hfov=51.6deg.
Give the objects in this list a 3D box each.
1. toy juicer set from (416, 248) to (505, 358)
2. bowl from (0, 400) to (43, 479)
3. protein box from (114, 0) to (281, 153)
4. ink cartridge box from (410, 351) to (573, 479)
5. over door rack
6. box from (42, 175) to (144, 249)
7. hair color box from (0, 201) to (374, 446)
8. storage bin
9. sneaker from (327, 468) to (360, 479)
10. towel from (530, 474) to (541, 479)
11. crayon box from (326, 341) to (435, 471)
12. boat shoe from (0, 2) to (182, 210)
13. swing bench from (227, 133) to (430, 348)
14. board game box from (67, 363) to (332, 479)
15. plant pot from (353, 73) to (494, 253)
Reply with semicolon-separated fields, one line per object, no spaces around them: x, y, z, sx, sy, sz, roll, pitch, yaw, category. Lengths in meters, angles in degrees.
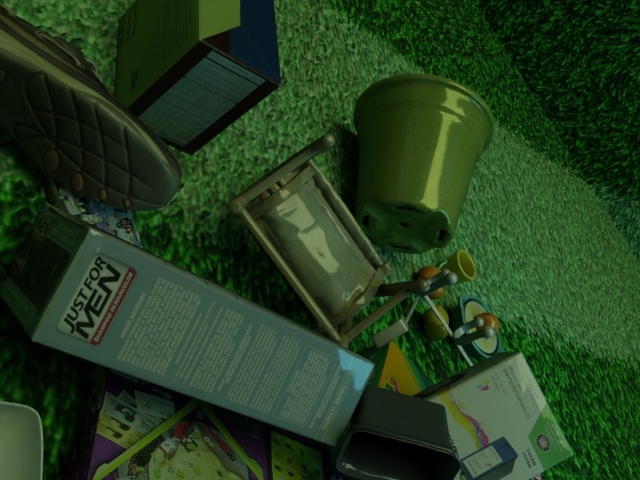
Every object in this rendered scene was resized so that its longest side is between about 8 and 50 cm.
0.294;0.179;1.303;0.209;0.090;0.328;-6;72;-52;toy juicer set
-0.322;0.212;0.574;0.142;0.053;0.141;19;53;-44;bowl
-0.177;-0.269;0.937;0.136;0.201;0.199;21;52;-41;protein box
0.203;0.265;0.901;0.213;0.093;0.154;-24;83;-9;ink cartridge box
0.232;0.185;1.089;0.239;0.108;0.324;56;26;2;over door rack
-0.271;-0.018;0.806;0.094;0.027;0.136;-9;75;-51;box
-0.139;0.099;0.737;0.375;0.185;0.113;31;81;-35;hair color box
0.092;0.239;0.800;0.135;0.098;0.091;16;34;-1;storage bin
0.071;0.386;0.818;0.082;0.090;0.232;-25;77;-22;sneaker
0.390;0.372;1.309;0.197;0.029;0.144;44;51;-29;towel
0.099;0.308;0.991;0.165;0.081;0.278;46;39;-20;crayon box
-0.304;-0.175;0.762;0.355;0.132;0.130;38;36;-18;boat shoe
0.000;0.000;0.980;0.253;0.165;0.255;55;-4;-7;swing bench
-0.113;0.278;0.748;0.347;0.056;0.208;35;25;-31;board game box
0.175;-0.123;1.247;0.276;0.276;0.253;34;56;-32;plant pot
